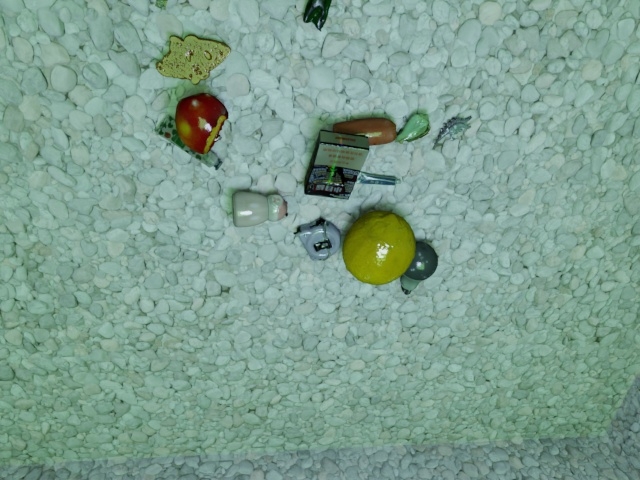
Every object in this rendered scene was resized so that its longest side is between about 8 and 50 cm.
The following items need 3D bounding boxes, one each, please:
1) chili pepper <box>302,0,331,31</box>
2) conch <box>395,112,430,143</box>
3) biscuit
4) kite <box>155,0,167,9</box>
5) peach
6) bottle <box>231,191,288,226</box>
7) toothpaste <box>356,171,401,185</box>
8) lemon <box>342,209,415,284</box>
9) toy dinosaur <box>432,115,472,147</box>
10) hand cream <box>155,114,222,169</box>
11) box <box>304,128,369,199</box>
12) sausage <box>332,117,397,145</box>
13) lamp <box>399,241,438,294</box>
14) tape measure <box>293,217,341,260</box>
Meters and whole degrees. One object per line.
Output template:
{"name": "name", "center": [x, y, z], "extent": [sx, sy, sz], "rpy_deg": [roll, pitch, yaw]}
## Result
{"name": "chili pepper", "center": [-0.002, -0.855, 1.643], "extent": [0.098, 0.061, 0.224], "rpy_deg": [1, 118, -15]}
{"name": "conch", "center": [0.384, -0.448, 1.921], "extent": [0.106, 0.079, 0.170], "rpy_deg": [37, 125, -18]}
{"name": "biscuit", "center": [-0.463, -0.666, 1.710], "extent": [0.280, 0.043, 0.183], "rpy_deg": [-18, 124, -1]}
{"name": "kite", "center": [-0.542, -0.835, 1.624], "extent": [0.044, 0.002, 0.078], "rpy_deg": [38, 110, -24]}
{"name": "peach", "center": [-0.438, -0.435, 1.763], "extent": [0.196, 0.190, 0.226], "rpy_deg": [-24, 117, -20]}
{"name": "bottle", "center": [-0.253, -0.134, 1.988], "extent": [0.237, 0.147, 0.147], "rpy_deg": [-4, 121, -13]}
{"name": "toothpaste", "center": [0.254, -0.263, 2.031], "extent": [0.197, 0.035, 0.057], "rpy_deg": [5, 114, -6]}
{"name": "lemon", "center": [0.256, 0.033, 2.051], "extent": [0.336, 0.336, 0.336], "rpy_deg": [-3, 120, -5]}
{"name": "toy dinosaur", "center": [0.540, -0.457, 1.946], "extent": [0.209, 0.039, 0.082], "rpy_deg": [-39, 114, 4]}
{"name": "hand cream", "center": [-0.514, -0.378, 1.864], "extent": [0.276, 0.059, 0.095], "rpy_deg": [36, 108, -19]}
{"name": "box", "center": [0.057, -0.297, 1.887], "extent": [0.198, 0.084, 0.310], "rpy_deg": [6, 146, -11]}
{"name": "sausage", "center": [0.179, -0.433, 1.881], "extent": [0.259, 0.113, 0.113], "rpy_deg": [-8, 120, -2]}
{"name": "lamp", "center": [0.437, 0.126, 2.231], "extent": [0.182, 0.182, 0.314], "rpy_deg": [8, 151, -11]}
{"name": "tape measure", "center": [0.002, -0.004, 2.111], "extent": [0.178, 0.105, 0.196], "rpy_deg": [-29, 118, 9]}
